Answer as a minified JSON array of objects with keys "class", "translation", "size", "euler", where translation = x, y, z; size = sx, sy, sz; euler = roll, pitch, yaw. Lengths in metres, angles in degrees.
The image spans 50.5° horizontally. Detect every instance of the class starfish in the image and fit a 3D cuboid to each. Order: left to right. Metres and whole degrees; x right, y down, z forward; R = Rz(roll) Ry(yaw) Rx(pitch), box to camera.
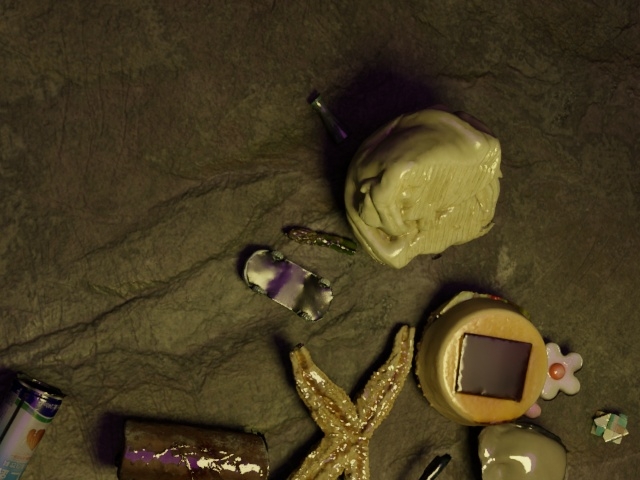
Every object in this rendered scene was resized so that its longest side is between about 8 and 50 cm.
[{"class":"starfish","translation":[0.033,0.355,1.403],"size":[0.323,0.082,0.432],"euler":[20,84,-29]}]

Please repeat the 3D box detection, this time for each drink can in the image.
[{"class":"drink can","translation":[-0.544,0.357,1.179],"size":[0.097,0.097,0.235],"euler":[30,78,-18]}]

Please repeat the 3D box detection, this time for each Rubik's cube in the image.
[{"class":"Rubik's cube","translation":[0.722,0.465,1.685],"size":[0.084,0.073,0.075],"euler":[10,85,-23]}]

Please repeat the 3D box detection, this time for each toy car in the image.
[{"class":"toy car","translation":[-0.067,0.091,1.390],"size":[0.204,0.056,0.095],"euler":[30,79,-15]}]

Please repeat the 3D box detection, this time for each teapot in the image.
[{"class":"teapot","translation":[0.019,-0.259,1.440],"size":[0.043,0.043,0.111],"euler":[-41,99,-17]}]

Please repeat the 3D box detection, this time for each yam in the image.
[{"class":"yam","translation":[-0.241,0.409,1.282],"size":[0.279,0.131,0.131],"euler":[12,85,-19]}]

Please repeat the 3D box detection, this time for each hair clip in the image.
[{"class":"hair clip","translation":[0.508,0.339,1.608],"size":[0.257,0.075,0.146],"euler":[-28,99,-15]}]

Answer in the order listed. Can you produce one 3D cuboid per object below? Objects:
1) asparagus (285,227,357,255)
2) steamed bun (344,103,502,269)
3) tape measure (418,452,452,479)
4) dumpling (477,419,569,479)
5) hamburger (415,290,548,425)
[{"class":"asparagus","translation":[0.000,0.000,1.432],"size":[0.165,0.030,0.036],"euler":[11,112,-22]},{"class":"steamed bun","translation":[0.194,-0.126,1.402],"size":[0.347,0.237,0.394],"euler":[-48,142,11]},{"class":"tape measure","translation":[0.196,0.639,1.453],"size":[0.351,0.098,0.215],"euler":[-45,117,-19]},{"class":"dumpling","translation":[0.470,0.509,1.511],"size":[0.293,0.205,0.163],"euler":[35,122,-22]},{"class":"hamburger","translation":[0.351,0.263,1.489],"size":[0.301,0.170,0.302],"euler":[0,92,-12]}]
